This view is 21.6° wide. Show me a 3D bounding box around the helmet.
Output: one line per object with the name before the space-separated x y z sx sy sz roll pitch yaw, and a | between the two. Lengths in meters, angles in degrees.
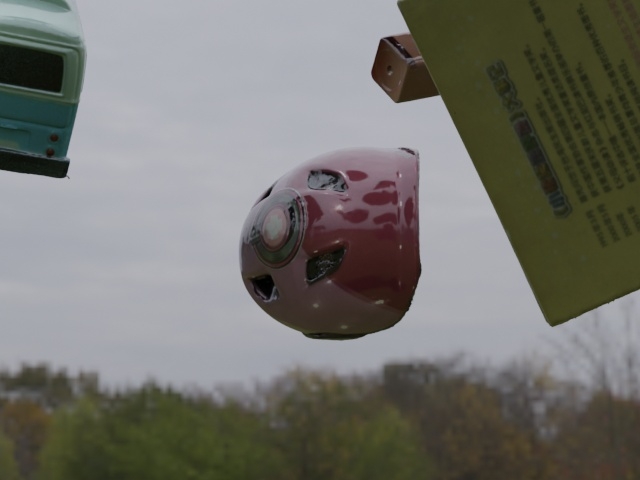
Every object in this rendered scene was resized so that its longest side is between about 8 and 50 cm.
helmet | 0.000 0.000 1.711 0.154 0.198 0.253 4 -17 -11

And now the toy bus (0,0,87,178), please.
toy bus | -0.294 -0.190 1.566 0.133 0.164 0.271 9 29 -20

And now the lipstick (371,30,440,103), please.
lipstick | 0.114 -0.149 1.350 0.145 0.045 0.045 -15 -44 -31

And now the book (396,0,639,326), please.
book | 0.152 -0.073 0.737 0.192 0.168 0.013 -25 2 17
